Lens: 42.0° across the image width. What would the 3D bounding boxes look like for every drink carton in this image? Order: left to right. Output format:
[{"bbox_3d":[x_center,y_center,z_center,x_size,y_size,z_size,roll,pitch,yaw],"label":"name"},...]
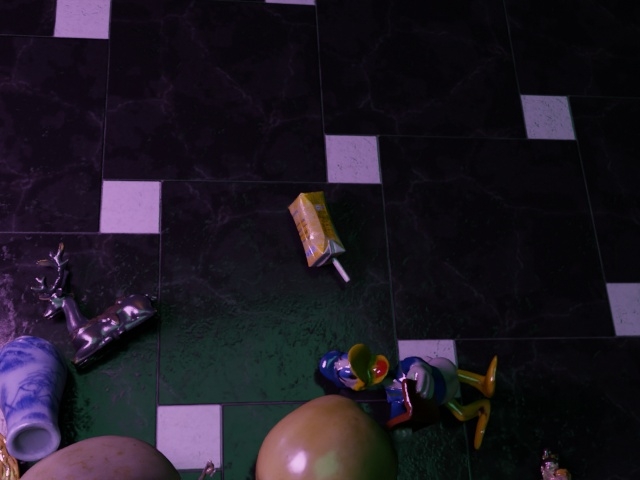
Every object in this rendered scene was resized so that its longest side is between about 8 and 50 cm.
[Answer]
[{"bbox_3d":[0.000,0.000,1.743,0.074,0.084,0.200,-5,65,-36],"label":"drink carton"}]

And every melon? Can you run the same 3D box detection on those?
[{"bbox_3d":[-0.368,0.455,1.392,0.308,0.272,0.271,24,61,-33],"label":"melon"}]

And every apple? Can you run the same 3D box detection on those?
[{"bbox_3d":[0.015,0.406,1.469,0.262,0.262,0.262,3,67,-7],"label":"apple"}]

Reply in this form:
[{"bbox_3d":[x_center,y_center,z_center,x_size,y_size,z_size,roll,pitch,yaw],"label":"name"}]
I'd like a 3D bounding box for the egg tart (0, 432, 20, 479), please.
[{"bbox_3d":[-0.636,0.449,1.432,0.291,0.107,0.290,-1,79,4],"label":"egg tart"}]

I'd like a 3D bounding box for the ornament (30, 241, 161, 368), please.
[{"bbox_3d":[-0.451,0.102,1.628,0.202,0.080,0.236,-34,76,-16],"label":"ornament"}]

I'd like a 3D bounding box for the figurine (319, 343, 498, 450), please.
[{"bbox_3d":[0.150,0.294,1.582,0.338,0.283,0.204,14,105,16],"label":"figurine"}]

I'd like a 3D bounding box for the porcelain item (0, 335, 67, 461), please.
[{"bbox_3d":[-0.517,0.271,1.483,0.141,0.141,0.259,-14,37,-14],"label":"porcelain item"}]

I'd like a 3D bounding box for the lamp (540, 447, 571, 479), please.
[{"bbox_3d":[0.434,0.514,1.573,0.118,0.118,0.253,24,67,2],"label":"lamp"}]
